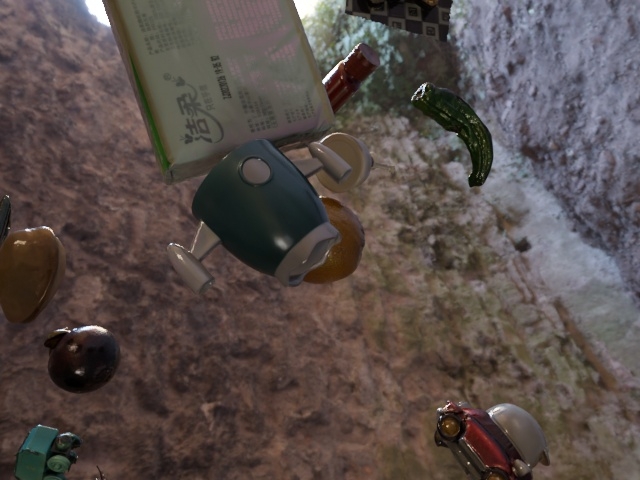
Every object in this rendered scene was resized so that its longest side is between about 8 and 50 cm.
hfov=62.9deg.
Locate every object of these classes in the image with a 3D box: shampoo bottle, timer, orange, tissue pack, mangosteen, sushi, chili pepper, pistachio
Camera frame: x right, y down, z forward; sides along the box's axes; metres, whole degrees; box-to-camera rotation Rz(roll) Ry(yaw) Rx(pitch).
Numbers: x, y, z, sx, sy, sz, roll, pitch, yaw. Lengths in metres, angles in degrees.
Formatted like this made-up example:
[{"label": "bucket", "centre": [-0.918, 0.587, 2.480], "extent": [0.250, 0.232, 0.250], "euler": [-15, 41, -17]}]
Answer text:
[{"label": "shampoo bottle", "centre": [0.021, -0.359, 1.318], "extent": [0.076, 0.314, 0.118], "euler": [35, -138, -20]}, {"label": "timer", "centre": [0.119, -0.248, 1.652], "extent": [0.266, 0.175, 0.175], "euler": [-16, -97, -57]}, {"label": "orange", "centre": [0.000, 0.000, 1.563], "extent": [0.274, 0.274, 0.274], "euler": [-23, -90, -81]}, {"label": "tissue pack", "centre": [-0.197, -0.341, 0.976], "extent": [0.405, 0.332, 0.205], "euler": [71, 161, -1]}, {"label": "mangosteen", "centre": [-0.797, 0.379, 1.740], "extent": [0.265, 0.228, 0.228], "euler": [32, 176, 22]}, {"label": "sushi", "centre": [0.147, -0.430, 0.894], "extent": [0.031, 0.201, 0.139], "euler": [155, 123, -73]}, {"label": "chili pepper", "centre": [0.218, -0.174, 0.827], "extent": [0.182, 0.073, 0.050], "euler": [52, 152, -4]}, {"label": "pistachio", "centre": [-0.776, 0.094, 1.408], "extent": [0.163, 0.213, 0.260], "euler": [7, -98, -51]}]

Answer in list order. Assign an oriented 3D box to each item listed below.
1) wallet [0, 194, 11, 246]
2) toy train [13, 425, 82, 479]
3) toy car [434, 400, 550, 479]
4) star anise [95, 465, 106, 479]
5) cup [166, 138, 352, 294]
[{"label": "wallet", "centre": [-1.013, -0.005, 1.639], "extent": [0.055, 0.160, 0.236], "euler": [12, -122, -28]}, {"label": "toy train", "centre": [-0.835, 0.665, 1.601], "extent": [0.163, 0.203, 0.112], "euler": [19, -152, -11]}, {"label": "toy car", "centre": [0.213, 0.246, 0.633], "extent": [0.139, 0.112, 0.112], "euler": [53, 169, 30]}, {"label": "star anise", "centre": [-0.648, 0.767, 1.600], "extent": [0.140, 0.158, 0.144], "euler": [48, -169, -9]}, {"label": "cup", "centre": [-0.066, -0.029, 0.741], "extent": [0.173, 0.300, 0.167], "euler": [45, 157, 13]}]
